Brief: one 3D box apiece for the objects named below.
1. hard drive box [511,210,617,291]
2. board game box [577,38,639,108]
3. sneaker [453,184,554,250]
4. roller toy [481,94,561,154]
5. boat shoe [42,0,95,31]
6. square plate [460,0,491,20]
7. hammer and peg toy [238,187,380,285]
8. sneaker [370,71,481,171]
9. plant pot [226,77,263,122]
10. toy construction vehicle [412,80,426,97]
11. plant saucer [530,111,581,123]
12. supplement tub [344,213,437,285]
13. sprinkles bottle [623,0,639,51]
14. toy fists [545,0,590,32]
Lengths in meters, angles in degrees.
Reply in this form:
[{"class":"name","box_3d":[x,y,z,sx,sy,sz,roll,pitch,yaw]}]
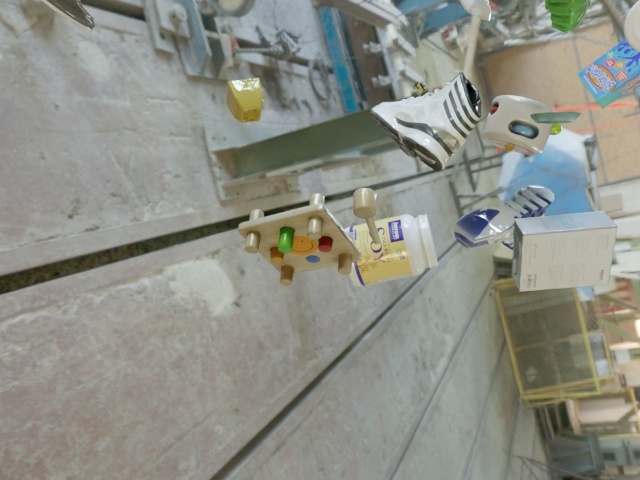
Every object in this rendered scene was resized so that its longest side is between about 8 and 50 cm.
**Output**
[{"class":"hard drive box","box_3d":[0.635,0.030,1.444,0.089,0.231,0.181,-85,169,-60]},{"class":"board game box","box_3d":[0.925,-0.527,1.688,0.047,0.210,0.160,30,37,-35]},{"class":"sneaker","box_3d":[0.568,-0.026,1.670,0.127,0.315,0.182,53,-18,46]},{"class":"roller toy","box_3d":[0.586,-0.338,1.641,0.191,0.209,0.147,13,99,-42]},{"class":"boat shoe","box_3d":[-0.622,-0.592,1.218,0.112,0.096,0.335,40,5,30]},{"class":"square plate","box_3d":[0.488,-0.947,1.939,0.348,0.049,0.344,59,33,2]},{"class":"hammer and peg toy","box_3d":[0.000,0.000,1.440,0.266,0.360,0.128,51,35,-48]},{"class":"sneaker","box_3d":[0.335,-0.383,1.655,0.169,0.257,0.447,42,7,-31]},{"class":"plant pot","box_3d":[-0.181,-0.339,1.354,0.081,0.081,0.083,113,-40,-59]},{"class":"toy construction vehicle","box_3d":[0.352,-0.518,1.930,0.098,0.035,0.086,61,4,3]},{"class":"plant saucer","box_3d":[0.588,-0.306,1.372,0.119,0.119,0.022,-17,109,-65]},{"class":"supplement tub","box_3d":[0.267,0.034,2.107,0.241,0.330,0.241,-13,90,-77]},{"class":"sprinkles bottle","box_3d":[0.798,-0.481,1.245,0.355,0.121,0.121,-18,94,-47]},{"class":"toy fists","box_3d":[0.635,-0.682,1.409,0.142,0.096,0.279,-51,139,-34]}]
